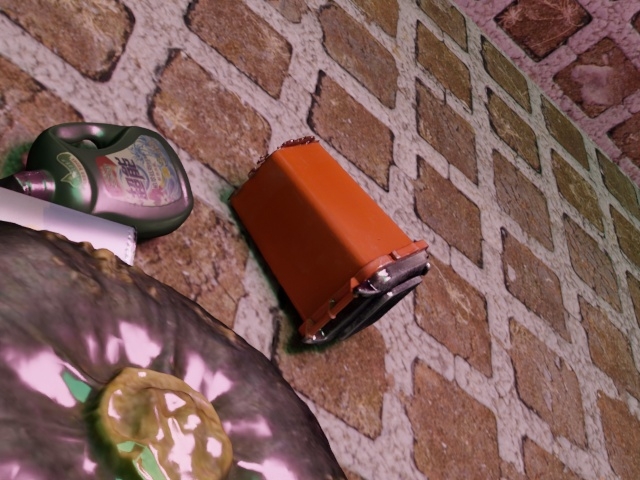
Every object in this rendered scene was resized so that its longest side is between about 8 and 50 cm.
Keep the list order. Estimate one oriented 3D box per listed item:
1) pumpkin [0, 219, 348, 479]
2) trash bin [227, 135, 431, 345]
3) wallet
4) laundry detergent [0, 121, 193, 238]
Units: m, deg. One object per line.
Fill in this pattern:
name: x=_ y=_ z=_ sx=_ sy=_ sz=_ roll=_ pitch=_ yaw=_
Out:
pumpkin: x=-0.182 y=0.203 z=0.501 sx=0.454 sy=0.344 sz=0.454 roll=40 pitch=23 yaw=-21
trash bin: x=0.000 y=0.000 z=1.122 sx=0.239 sy=0.161 sz=0.184 roll=51 pitch=31 yaw=11
wallet: x=-0.282 y=0.033 z=0.796 sx=0.231 sy=0.069 sz=0.170 roll=21 pitch=62 yaw=-36
laundry detergent: x=-0.245 y=-0.065 z=0.932 sx=0.221 sy=0.078 sz=0.144 roll=-3 pitch=61 yaw=-51
